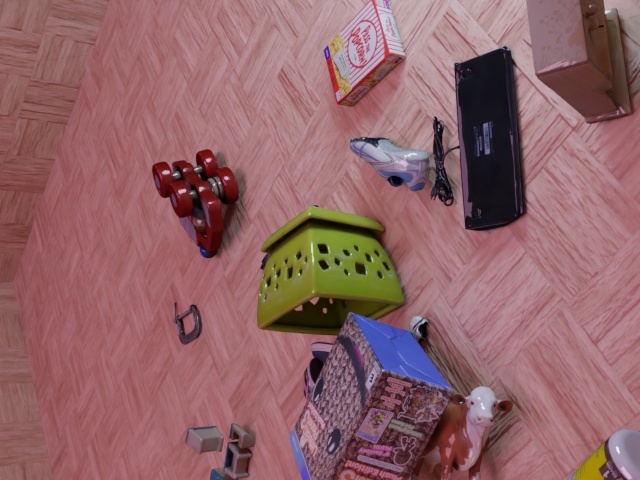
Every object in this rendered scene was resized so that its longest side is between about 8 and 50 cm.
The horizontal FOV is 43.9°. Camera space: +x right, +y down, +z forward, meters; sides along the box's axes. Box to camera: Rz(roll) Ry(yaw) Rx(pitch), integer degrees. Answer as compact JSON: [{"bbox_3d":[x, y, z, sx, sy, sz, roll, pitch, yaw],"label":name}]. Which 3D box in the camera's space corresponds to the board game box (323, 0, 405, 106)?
[{"bbox_3d":[0.091,-0.401,1.700,0.193,0.045,0.147,-37,58,46],"label":"board game box"}]

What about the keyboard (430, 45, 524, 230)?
[{"bbox_3d":[0.276,-0.174,1.439,0.201,0.033,0.317,-10,78,47],"label":"keyboard"}]

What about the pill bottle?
[{"bbox_3d":[0.407,0.378,1.138,0.215,0.117,0.117,-61,43,31],"label":"pill bottle"}]

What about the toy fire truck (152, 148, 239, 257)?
[{"bbox_3d":[-0.336,-0.091,2.196,0.302,0.169,0.254,44,146,47],"label":"toy fire truck"}]

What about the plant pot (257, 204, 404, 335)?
[{"bbox_3d":[0.009,0.061,1.633,0.228,0.227,0.207,-34,55,48],"label":"plant pot"}]

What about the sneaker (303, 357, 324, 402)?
[{"bbox_3d":[0.000,0.354,1.760,0.077,0.072,0.178,132,138,-56],"label":"sneaker"}]

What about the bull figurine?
[{"bbox_3d":[0.220,0.359,1.394,0.310,0.101,0.188,-28,49,61],"label":"bull figurine"}]

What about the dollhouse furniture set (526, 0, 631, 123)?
[{"bbox_3d":[0.503,-0.301,1.037,0.394,0.256,0.362,-10,79,32],"label":"dollhouse furniture set"}]

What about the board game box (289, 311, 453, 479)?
[{"bbox_3d":[0.080,0.318,1.432,0.291,0.141,0.232,-66,19,13],"label":"board game box"}]

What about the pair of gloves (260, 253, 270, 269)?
[{"bbox_3d":[-0.125,0.069,1.990,0.074,0.010,0.083,-54,46,37],"label":"pair of gloves"}]

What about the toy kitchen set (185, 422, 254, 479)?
[{"bbox_3d":[-0.280,0.568,2.030,0.122,0.166,0.207,22,105,52],"label":"toy kitchen set"}]

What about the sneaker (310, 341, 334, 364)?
[{"bbox_3d":[0.045,0.297,1.662,0.226,0.086,0.164,0,82,56],"label":"sneaker"}]

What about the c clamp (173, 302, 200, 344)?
[{"bbox_3d":[-0.398,0.235,2.344,0.160,0.022,0.137,-25,67,51],"label":"c clamp"}]

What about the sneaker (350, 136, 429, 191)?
[{"bbox_3d":[0.130,-0.159,1.597,0.237,0.085,0.086,32,120,54],"label":"sneaker"}]

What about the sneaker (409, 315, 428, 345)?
[{"bbox_3d":[0.187,0.188,1.530,0.037,0.032,0.083,16,100,54],"label":"sneaker"}]
